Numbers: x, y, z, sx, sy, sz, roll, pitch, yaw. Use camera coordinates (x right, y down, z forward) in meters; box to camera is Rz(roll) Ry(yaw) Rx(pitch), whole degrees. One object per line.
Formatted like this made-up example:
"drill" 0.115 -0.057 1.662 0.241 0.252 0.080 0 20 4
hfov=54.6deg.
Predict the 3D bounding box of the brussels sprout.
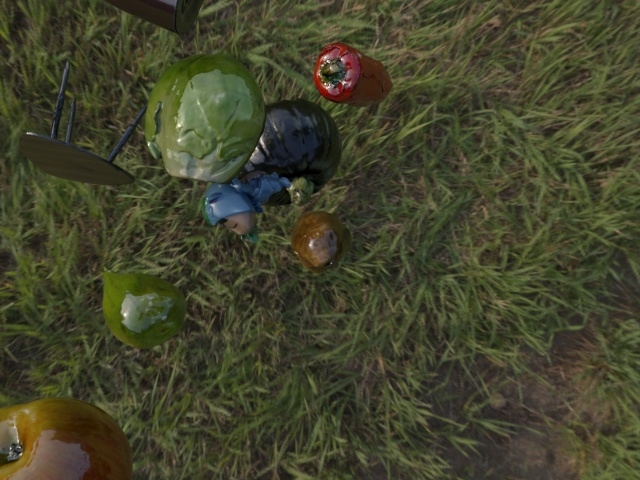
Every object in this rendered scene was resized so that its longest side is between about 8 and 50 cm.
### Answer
"brussels sprout" -0.209 -0.224 1.134 0.244 0.244 0.243 -1 94 -9

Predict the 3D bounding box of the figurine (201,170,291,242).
"figurine" -0.138 -0.066 1.214 0.178 0.114 0.144 -30 103 -22

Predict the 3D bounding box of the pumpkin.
"pumpkin" -0.076 -0.187 1.501 0.296 0.296 0.295 -1 94 -9

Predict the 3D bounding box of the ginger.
"ginger" 0.000 0.000 1.736 0.165 0.321 0.172 -4 84 -2

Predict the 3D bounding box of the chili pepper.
"chili pepper" 0.071 -0.318 1.211 0.110 0.388 0.110 4 100 25

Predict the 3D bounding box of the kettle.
"kettle" -0.322 -0.477 1.087 0.232 0.202 0.144 22 118 -2

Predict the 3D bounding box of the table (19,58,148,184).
"table" -0.668 -0.331 1.738 0.318 0.317 0.248 15 73 -9

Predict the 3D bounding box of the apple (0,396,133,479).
"apple" -0.469 0.404 1.032 0.302 0.301 0.301 -1 94 -9

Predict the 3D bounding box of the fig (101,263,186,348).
"fig" -0.533 0.188 1.868 0.233 0.314 0.233 -11 117 -23
